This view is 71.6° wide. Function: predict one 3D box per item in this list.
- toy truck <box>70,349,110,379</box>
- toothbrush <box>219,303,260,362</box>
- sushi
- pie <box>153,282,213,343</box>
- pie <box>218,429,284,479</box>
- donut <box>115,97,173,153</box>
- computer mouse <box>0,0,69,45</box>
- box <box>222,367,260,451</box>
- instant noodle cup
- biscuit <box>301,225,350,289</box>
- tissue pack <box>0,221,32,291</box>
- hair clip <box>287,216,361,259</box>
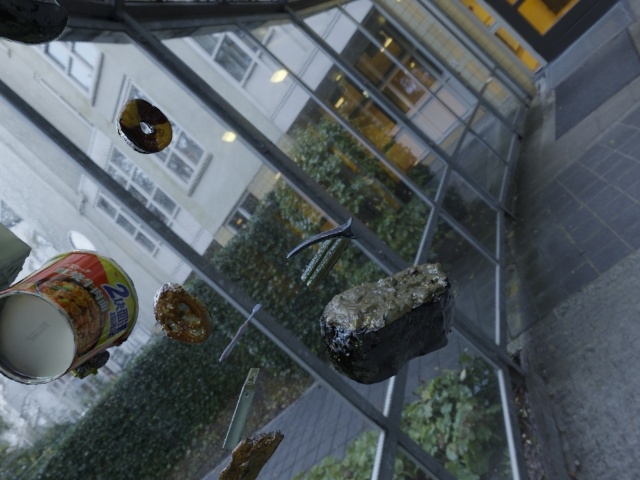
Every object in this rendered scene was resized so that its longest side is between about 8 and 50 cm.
[{"bbox_3d":[-0.694,0.286,1.271,0.111,0.136,0.286,-44,-25,-45],"label":"toy truck"},{"bbox_3d":[-0.181,0.209,1.015,0.019,0.013,0.193,-59,0,36],"label":"toothbrush"},{"bbox_3d":[0.163,0.173,1.019,0.350,0.171,0.211,-21,28,-27],"label":"sushi"},{"bbox_3d":[-0.546,0.297,1.768,0.308,0.308,0.085,-46,8,36],"label":"pie"},{"bbox_3d":[-0.125,0.383,0.761,0.170,0.092,0.034,-60,41,20],"label":"pie"},{"bbox_3d":[-0.446,-0.282,1.116,0.059,0.140,0.140,-9,31,42],"label":"donut"},{"bbox_3d":[-0.850,-0.616,1.207,0.295,0.087,0.168,-5,-22,-46],"label":"computer mouse"},{"bbox_3d":[-0.236,0.513,1.365,0.270,0.045,0.211,124,164,-80],"label":"box"},{"bbox_3d":[-0.455,0.136,0.775,0.213,0.213,0.174,-47,7,12],"label":"instant noodle cup"},{"bbox_3d":[0.024,0.079,1.953,0.322,0.099,0.038,-55,-20,23],"label":"biscuit"},{"bbox_3d":[-0.947,0.007,1.029,0.207,0.380,0.297,-43,10,25],"label":"tissue pack"},{"bbox_3d":[0.000,0.000,1.558,0.275,0.083,0.048,-20,28,15],"label":"hair clip"}]
